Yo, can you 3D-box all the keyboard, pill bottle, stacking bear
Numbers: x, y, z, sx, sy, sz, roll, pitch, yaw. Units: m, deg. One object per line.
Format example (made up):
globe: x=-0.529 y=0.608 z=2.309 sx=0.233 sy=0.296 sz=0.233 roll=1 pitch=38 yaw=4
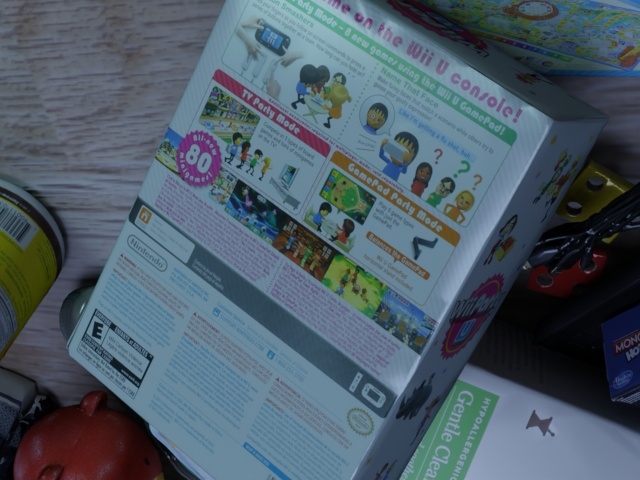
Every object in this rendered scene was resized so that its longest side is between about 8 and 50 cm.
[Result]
keyboard: x=0.247 y=-0.004 z=0.925 sx=0.201 sy=0.033 sz=0.317 roll=21 pitch=141 yaw=-29
pill bottle: x=-0.288 y=0.055 z=1.147 sx=0.117 sy=0.215 sz=0.117 roll=12 pitch=132 yaw=14
stacking bear: x=-0.194 y=0.246 z=1.278 sx=0.164 sy=0.175 sz=0.289 roll=23 pitch=141 yaw=13

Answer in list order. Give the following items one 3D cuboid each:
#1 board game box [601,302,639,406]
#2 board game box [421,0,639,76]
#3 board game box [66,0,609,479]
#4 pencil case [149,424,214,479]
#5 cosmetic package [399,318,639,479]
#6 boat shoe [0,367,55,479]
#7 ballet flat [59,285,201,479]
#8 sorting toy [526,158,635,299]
board game box: x=0.316 y=0.069 z=0.954 sx=0.194 sy=0.060 sz=0.194 roll=23 pitch=140 yaw=-33
board game box: x=0.137 y=-0.149 z=0.916 sx=0.154 sy=0.026 sz=0.103 roll=4 pitch=130 yaw=21
board game box: x=0.000 y=0.000 z=0.924 sx=0.224 sy=0.097 sz=0.303 roll=37 pitch=112 yaw=24
pencil case: x=-0.028 y=0.198 z=1.225 sx=0.124 sy=0.113 sz=0.273 roll=-26 pitch=117 yaw=9
cosmetic package: x=0.172 y=0.188 z=1.055 sx=0.365 sy=0.155 sz=0.197 roll=21 pitch=103 yaw=3
boat shoe: x=-0.413 y=0.162 z=1.333 sx=0.340 sy=0.158 sz=0.127 roll=14 pitch=132 yaw=12
ballet flat: x=-0.138 y=0.119 z=1.252 sx=0.068 sy=0.072 sz=0.213 roll=6 pitch=136 yaw=56
sorting toy: x=0.079 y=-0.042 z=1.017 sx=0.274 sy=0.046 sz=0.132 roll=13 pitch=132 yaw=9
